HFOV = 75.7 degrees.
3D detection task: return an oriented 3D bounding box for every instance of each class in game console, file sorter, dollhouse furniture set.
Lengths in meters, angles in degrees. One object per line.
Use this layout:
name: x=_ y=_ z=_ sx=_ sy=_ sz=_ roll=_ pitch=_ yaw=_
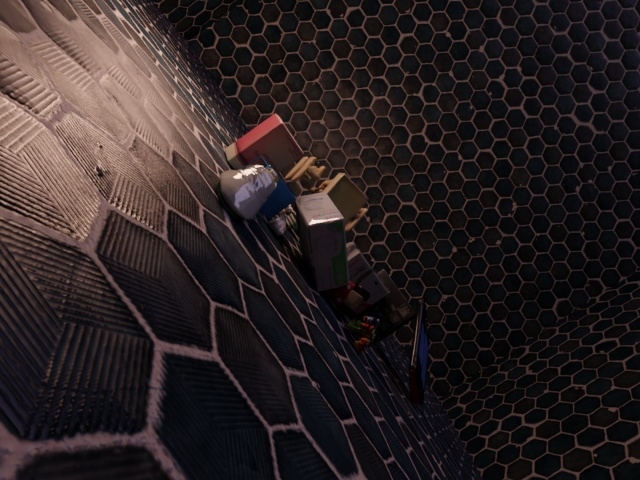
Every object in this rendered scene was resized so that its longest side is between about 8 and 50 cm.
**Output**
game console: x=0.451 y=0.505 z=1.862 sx=0.341 sy=0.060 sz=0.386 roll=76 pitch=24 yaw=-43
file sorter: x=-0.188 y=-0.181 z=1.399 sx=0.170 sy=0.118 sz=0.104 roll=52 pitch=1 yaw=-44
dollhouse furniture set: x=0.012 y=-0.162 z=1.863 sx=0.362 sy=0.256 sz=0.394 roll=43 pitch=-4 yaw=-19

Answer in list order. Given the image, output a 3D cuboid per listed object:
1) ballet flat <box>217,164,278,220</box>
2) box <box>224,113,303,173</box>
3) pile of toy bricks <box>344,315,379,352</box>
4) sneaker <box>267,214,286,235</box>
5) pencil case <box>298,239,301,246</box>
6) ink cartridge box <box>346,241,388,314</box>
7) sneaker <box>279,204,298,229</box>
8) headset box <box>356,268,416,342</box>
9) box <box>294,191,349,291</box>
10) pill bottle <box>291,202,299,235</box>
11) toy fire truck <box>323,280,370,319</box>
ballet flat: x=-0.180 y=-0.151 z=1.114 sx=0.139 sy=0.139 sz=0.400 roll=55 pitch=4 yaw=-10
box: x=-0.201 y=-0.314 z=1.466 sx=0.148 sy=0.232 sz=0.126 roll=52 pitch=5 yaw=-36
pile of toy bricks: x=0.135 y=0.309 z=1.435 sx=0.105 sy=0.117 sz=0.212 roll=17 pitch=6 yaw=15
sneaker: x=-0.139 y=-0.047 z=1.374 sx=0.061 sy=0.054 sz=0.152 roll=64 pitch=9 yaw=-7
pencil case: x=-0.045 y=0.036 z=1.657 sx=0.065 sy=0.070 sz=0.151 roll=15 pitch=25 yaw=-22
ink cartridge box: x=0.144 y=0.172 z=1.825 sx=0.272 sy=0.197 sz=0.114 roll=53 pitch=4 yaw=-27
sneaker: x=-0.155 y=-0.139 z=1.786 sx=0.132 sy=0.086 sz=0.228 roll=59 pitch=7 yaw=-73
headset box: x=0.282 y=0.311 z=1.992 sx=0.283 sy=0.246 sz=0.131 roll=56 pitch=4 yaw=22
box: x=0.000 y=0.000 z=1.426 sx=0.231 sy=0.127 sz=0.261 roll=-120 pitch=-160 yaw=-58
pill bottle: x=-0.069 y=-0.081 z=1.948 sx=0.219 sy=0.123 sz=0.123 roll=57 pitch=4 yaw=27
toy fire truck: x=0.066 y=0.163 z=1.557 sx=0.246 sy=0.158 sz=0.217 roll=36 pitch=-6 yaw=12
